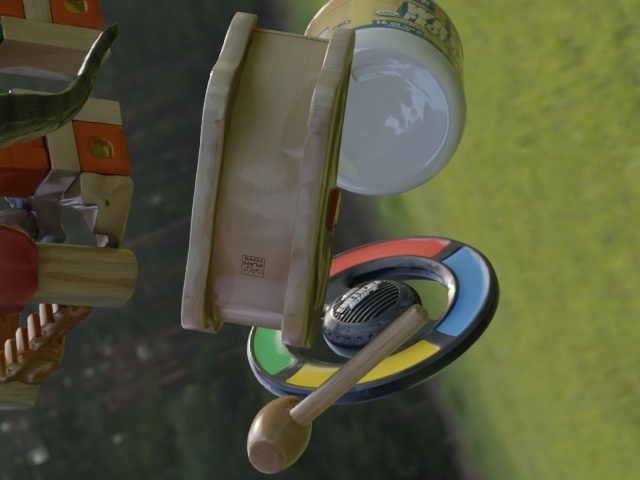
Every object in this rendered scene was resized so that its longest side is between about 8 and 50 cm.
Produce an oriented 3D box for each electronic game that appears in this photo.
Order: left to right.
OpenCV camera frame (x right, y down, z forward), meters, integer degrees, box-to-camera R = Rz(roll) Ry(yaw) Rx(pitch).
[{"bbox_3d":[0.045,0.067,1.721,0.229,0.229,0.048,-110,-2,-61],"label":"electronic game"}]

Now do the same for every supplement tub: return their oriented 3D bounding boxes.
[{"bbox_3d":[0.051,-0.137,1.682,0.200,0.144,0.144,-84,-27,-66],"label":"supplement tub"}]

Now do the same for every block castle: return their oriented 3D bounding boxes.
[{"bbox_3d":[-0.350,-0.083,1.843,0.303,0.212,0.453,-43,51,45],"label":"block castle"}]

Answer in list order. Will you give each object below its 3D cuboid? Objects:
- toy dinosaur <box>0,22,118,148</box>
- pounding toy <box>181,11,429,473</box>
[{"bbox_3d":[-0.188,-0.036,0.930,0.064,0.118,0.268,39,-154,16],"label":"toy dinosaur"},{"bbox_3d":[0.000,0.000,1.250,0.154,0.154,0.270,-65,-17,-72],"label":"pounding toy"}]
